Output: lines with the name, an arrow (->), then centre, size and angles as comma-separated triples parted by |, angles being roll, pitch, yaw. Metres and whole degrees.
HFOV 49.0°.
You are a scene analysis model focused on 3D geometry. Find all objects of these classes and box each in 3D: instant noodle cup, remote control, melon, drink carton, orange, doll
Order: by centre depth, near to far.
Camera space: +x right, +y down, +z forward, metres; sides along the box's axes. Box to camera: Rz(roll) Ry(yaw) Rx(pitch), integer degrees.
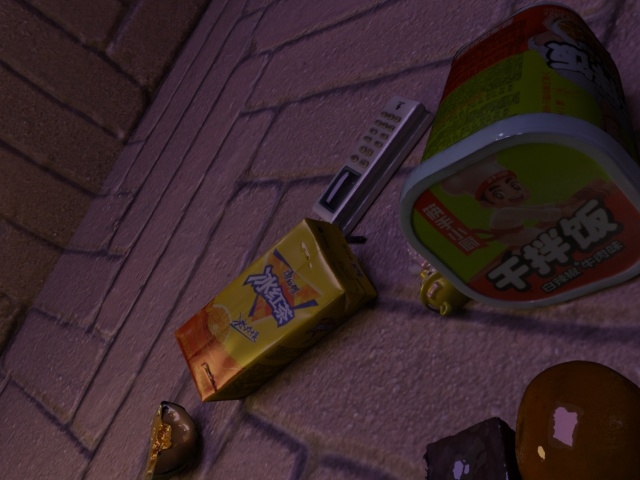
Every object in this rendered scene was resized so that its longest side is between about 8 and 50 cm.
orange -> 0.258, 0.192, 0.676 | 0.134, 0.155, 0.155 | 1, 53, 11
instant noodle cup -> 0.264, -0.119, 0.883 | 0.293, 0.294, 0.308 | -27, 33, 39
doll -> 0.171, 0.026, 1.027 | 0.207, 0.081, 0.129 | -92, 27, -43
drink carton -> -0.084, 0.129, 1.211 | 0.351, 0.111, 0.155 | -40, 64, 23
melon -> -0.284, 0.397, 1.327 | 0.128, 0.079, 0.160 | -58, 25, 34
remote control -> 0.094, -0.146, 1.328 | 0.277, 0.055, 0.103 | -53, 29, 3

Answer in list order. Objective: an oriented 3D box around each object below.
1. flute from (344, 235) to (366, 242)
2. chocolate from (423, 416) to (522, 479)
flute -> 0.000, 0.000, 1.361 | 0.269, 0.014, 0.014 | -2, 59, 55
chocolate -> 0.180, 0.344, 0.674 | 0.112, 0.112, 0.321 | -34, 35, 30
